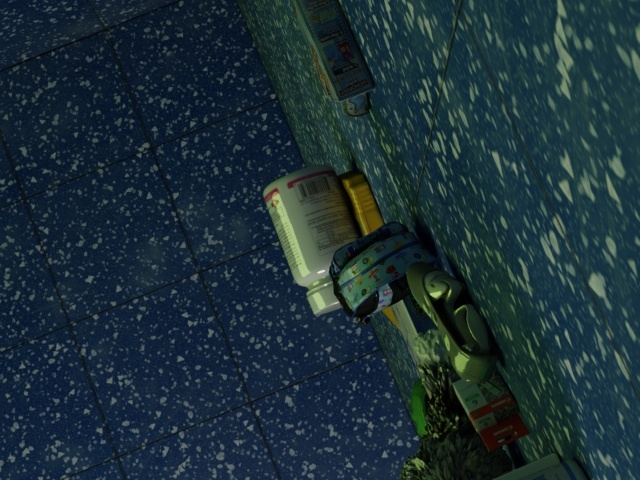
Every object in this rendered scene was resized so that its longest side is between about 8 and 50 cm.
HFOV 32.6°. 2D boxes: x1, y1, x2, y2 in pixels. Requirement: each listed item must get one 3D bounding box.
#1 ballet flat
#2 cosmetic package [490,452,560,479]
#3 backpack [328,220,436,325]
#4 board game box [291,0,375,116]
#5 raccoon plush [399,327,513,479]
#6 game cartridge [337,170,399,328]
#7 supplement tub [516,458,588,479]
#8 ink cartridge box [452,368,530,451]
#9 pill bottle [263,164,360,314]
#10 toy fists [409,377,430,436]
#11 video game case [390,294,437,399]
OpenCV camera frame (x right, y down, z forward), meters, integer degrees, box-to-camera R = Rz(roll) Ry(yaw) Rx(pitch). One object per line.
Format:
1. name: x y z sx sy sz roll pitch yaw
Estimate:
1. ballet flat: 0.182 0.093 1.468 0.068 0.072 0.213 110 146 -43
2. cosmetic package: 0.209 0.383 1.356 0.225 0.224 0.138 75 172 -67
3. backpack: 0.094 0.042 1.664 0.117 0.158 0.173 61 174 10
4. board game box: 0.023 -0.266 1.633 0.194 0.060 0.194 73 175 -65
5. raccoon plush: 0.201 0.376 1.550 0.299 0.216 0.446 -121 10 -77
6. game cartridge: 0.112 0.014 2.286 0.285 0.052 0.324 -135 22 -84
7. supplement tub: 0.241 0.289 1.193 0.071 0.107 0.071 158 90 -87
8. ink cartridge box: 0.226 0.222 1.455 0.115 0.063 0.029 -116 2 -54
9. pill bottle: 0.000 0.000 2.271 0.160 0.160 0.283 83 167 -81
10. toy fists: 0.253 0.404 2.190 0.142 0.096 0.279 146 104 -77
11. video game case: 0.174 0.139 1.907 0.244 0.061 0.269 79 169 -71
